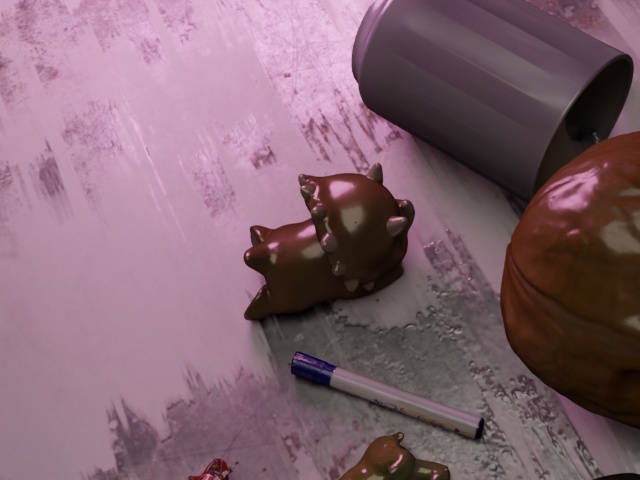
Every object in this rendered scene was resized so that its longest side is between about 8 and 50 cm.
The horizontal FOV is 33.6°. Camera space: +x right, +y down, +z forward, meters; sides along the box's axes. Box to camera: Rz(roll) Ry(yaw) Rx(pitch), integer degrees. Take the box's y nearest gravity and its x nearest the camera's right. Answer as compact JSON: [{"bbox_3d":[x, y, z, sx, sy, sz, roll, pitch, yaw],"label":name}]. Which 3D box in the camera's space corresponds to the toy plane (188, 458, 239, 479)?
[{"bbox_3d":[-0.149,0.371,1.327,0.126,0.077,0.194,-7,69,13],"label":"toy plane"}]

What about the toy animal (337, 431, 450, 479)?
[{"bbox_3d":[0.044,0.317,1.310,0.219,0.103,0.101,-42,43,-8],"label":"toy animal"}]

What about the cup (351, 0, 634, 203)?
[{"bbox_3d":[0.253,-0.240,1.482,0.327,0.236,0.323,35,45,26],"label":"cup"}]

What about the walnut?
[{"bbox_3d":[0.408,0.056,1.208,0.398,0.354,0.308,12,41,13],"label":"walnut"}]

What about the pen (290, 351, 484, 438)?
[{"bbox_3d":[0.084,0.202,1.384,0.269,0.033,0.033,18,68,19],"label":"pen"}]

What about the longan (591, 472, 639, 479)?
[{"bbox_3d":[0.339,0.362,1.158,0.198,0.198,0.212,-7,42,9],"label":"longan"}]

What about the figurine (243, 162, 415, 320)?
[{"bbox_3d":[0.004,-0.004,1.428,0.247,0.173,0.177,-4,63,10],"label":"figurine"}]
